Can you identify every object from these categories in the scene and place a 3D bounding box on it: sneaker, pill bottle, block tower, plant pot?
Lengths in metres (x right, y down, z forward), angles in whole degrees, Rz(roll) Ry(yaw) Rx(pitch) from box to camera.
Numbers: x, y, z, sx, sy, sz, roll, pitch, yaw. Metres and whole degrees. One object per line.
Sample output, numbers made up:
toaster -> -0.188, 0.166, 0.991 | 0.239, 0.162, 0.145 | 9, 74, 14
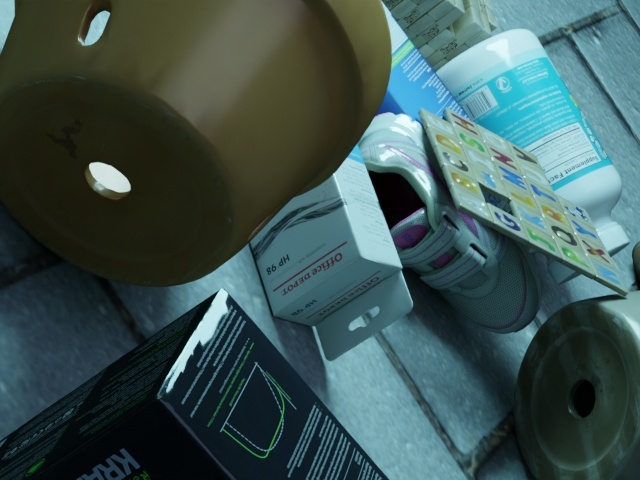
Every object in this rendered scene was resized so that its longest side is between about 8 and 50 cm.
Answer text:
sneaker -> 0.108, -0.002, 1.747 | 0.252, 0.103, 0.111 | 46, 29, 0
pill bottle -> 0.232, -0.087, 1.978 | 0.264, 0.146, 0.146 | 61, 27, 9
block tower -> 0.059, -0.307, 1.998 | 0.335, 0.097, 0.091 | 32, 34, -36
plant pot -> -0.115, -0.103, 1.322 | 0.291, 0.291, 0.203 | 45, 46, -20
plant pot -> 0.353, 0.172, 1.767 | 0.280, 0.323, 0.323 | 10, 49, -33

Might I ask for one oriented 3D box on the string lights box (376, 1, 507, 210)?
string lights box -> 0.087, -0.119, 1.854 | 0.259, 0.077, 0.133 | 53, 28, -6

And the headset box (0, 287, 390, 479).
headset box -> -0.070, 0.216, 1.044 | 0.283, 0.246, 0.131 | 51, 27, -12

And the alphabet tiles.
alphabet tiles -> 0.190, -0.049, 1.758 | 0.198, 0.009, 0.237 | 26, 24, -22

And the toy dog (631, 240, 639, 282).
toy dog -> 0.569, 0.093, 2.249 | 0.408, 0.284, 0.395 | 51, 45, -7

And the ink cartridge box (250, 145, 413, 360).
ink cartridge box -> 0.000, 0.000, 1.549 | 0.060, 0.104, 0.180 | 19, 44, -50
